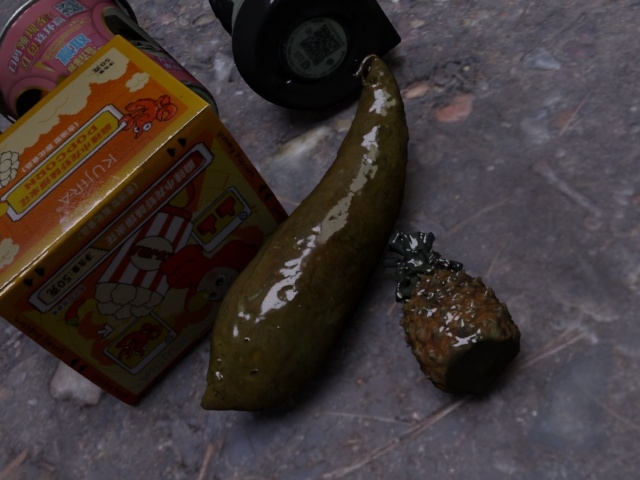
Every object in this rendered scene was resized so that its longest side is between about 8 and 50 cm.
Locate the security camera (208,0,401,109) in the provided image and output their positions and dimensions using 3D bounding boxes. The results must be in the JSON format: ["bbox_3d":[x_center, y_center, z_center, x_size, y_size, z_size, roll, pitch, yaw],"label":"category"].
[{"bbox_3d":[-0.047,-0.314,1.099,0.191,0.197,0.277,-37,43,10],"label":"security camera"}]

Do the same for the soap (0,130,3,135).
[{"bbox_3d":[-0.458,-0.088,1.037,0.156,0.335,0.293,-47,49,-11],"label":"soap"}]

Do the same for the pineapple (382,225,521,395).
[{"bbox_3d":[0.115,0.056,0.818,0.108,0.108,0.197,-31,44,3],"label":"pineapple"}]

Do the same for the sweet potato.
[{"bbox_3d":[0.005,0.001,0.878,0.131,0.130,0.422,19,74,34],"label":"sweet potato"}]

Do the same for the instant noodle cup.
[{"bbox_3d":[-0.272,-0.190,1.103,0.244,0.244,0.255,-46,58,-10],"label":"instant noodle cup"}]

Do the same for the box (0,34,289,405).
[{"bbox_3d":[-0.214,-0.015,0.916,0.283,0.259,0.214,-45,53,-9],"label":"box"}]
